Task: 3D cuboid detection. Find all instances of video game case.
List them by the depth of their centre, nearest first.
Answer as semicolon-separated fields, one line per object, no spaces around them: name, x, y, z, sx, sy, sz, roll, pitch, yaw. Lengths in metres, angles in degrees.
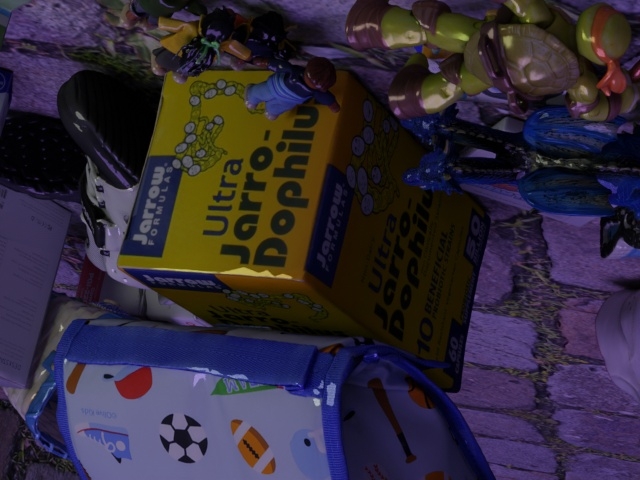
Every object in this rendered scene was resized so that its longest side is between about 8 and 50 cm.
video game case;0.204;-0.060;1.362;0.157;0.019;0.143;17;159;-16

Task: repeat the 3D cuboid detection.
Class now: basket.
basket;-0.262;0.197;1.893;0.289;0.201;0.255;39;178;30

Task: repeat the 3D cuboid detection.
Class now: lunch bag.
lunch bag;-0.030;0.213;1.370;0.327;0.239;0.385;2;138;35

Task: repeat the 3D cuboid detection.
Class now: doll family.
doll family;-0.067;-0.152;1.180;0.193;0.076;0.111;15;160;-27

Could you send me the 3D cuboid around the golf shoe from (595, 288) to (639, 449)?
golf shoe;0.413;0.187;1.633;0.115;0.306;0.140;-24;177;-37

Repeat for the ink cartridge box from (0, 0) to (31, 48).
ink cartridge box;-0.340;-0.182;1.288;0.109;0.062;0.209;24;160;-33

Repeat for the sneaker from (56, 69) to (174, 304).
sneaker;-0.185;-0.028;1.455;0.146;0.122;0.330;-21;138;15

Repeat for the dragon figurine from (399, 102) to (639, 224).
dragon figurine;0.205;-0.060;1.186;0.289;0.085;0.144;6;-179;28

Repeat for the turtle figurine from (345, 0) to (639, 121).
turtle figurine;0.138;-0.127;1.044;0.217;0.087;0.269;-1;151;41

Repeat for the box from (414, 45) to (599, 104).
box;0.140;-0.133;1.161;0.136;0.028;0.081;3;162;24

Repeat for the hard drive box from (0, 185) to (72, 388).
hard drive box;-0.411;0.042;1.797;0.089;0.232;0.181;2;160;32

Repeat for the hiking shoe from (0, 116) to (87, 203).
hiking shoe;-0.255;-0.064;1.583;0.226;0.086;0.114;13;161;-6

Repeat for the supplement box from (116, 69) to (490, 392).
supplement box;0.000;0.000;1.414;0.195;0.194;0.356;3;162;29

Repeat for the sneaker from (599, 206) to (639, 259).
sneaker;0.317;-0.017;1.393;0.073;0.063;0.162;3;173;-9

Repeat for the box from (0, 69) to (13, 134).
box;-0.373;-0.106;1.434;0.126;0.137;0.072;15;163;-10

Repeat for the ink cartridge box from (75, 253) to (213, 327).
ink cartridge box;-0.202;0.084;2.042;0.218;0.092;0.158;0;160;32
